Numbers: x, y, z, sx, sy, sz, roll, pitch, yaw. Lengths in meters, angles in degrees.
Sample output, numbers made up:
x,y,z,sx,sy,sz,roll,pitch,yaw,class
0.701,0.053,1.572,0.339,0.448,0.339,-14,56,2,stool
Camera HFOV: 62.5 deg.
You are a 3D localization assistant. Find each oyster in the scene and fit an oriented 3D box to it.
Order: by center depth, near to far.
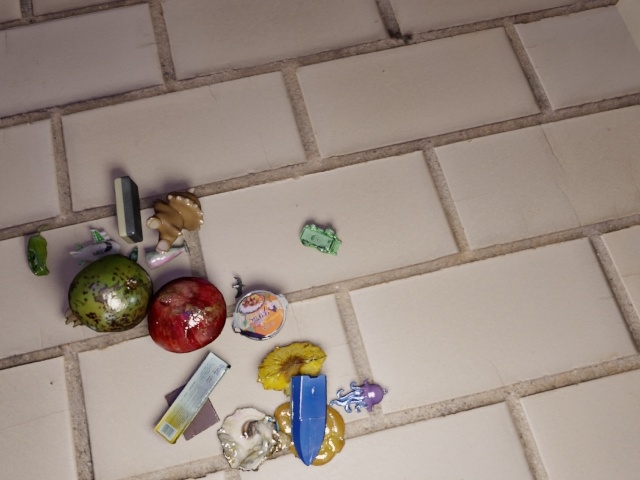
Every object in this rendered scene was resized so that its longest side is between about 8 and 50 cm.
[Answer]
x,y,z,sx,sy,sz,roll,pitch,yaw,class
-0.230,0.658,1.760,0.214,0.083,0.223,-37,55,-4,oyster

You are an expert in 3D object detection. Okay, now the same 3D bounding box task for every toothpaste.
x,y,z,sx,sy,sz,roll,pitch,yaw,class
-0.431,0.531,1.793,0.089,0.071,0.312,32,76,13,toothpaste

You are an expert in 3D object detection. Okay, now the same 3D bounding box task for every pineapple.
x,y,z,sx,sy,sz,roll,pitch,yaw,class
-0.101,0.451,1.838,0.250,0.164,0.140,-24,34,-11,pineapple

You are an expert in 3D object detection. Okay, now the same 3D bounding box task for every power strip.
x,y,z,sx,sy,sz,roll,pitch,yaw,class
-0.734,-0.120,2.014,0.070,0.105,0.256,-10,71,-3,power strip

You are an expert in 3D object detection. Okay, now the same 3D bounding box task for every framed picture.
x,y,z,sx,sy,sz,roll,pitch,yaw,class
-0.443,0.582,1.825,0.128,0.023,0.168,-30,74,-8,framed picture

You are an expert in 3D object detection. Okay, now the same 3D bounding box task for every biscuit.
x,y,z,sx,sy,sz,roll,pitch,yaw,class
-0.040,0.642,1.793,0.260,0.041,0.202,27,74,7,biscuit

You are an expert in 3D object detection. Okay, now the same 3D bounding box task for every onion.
x,y,z,sx,sy,sz,roll,pitch,yaw,class
-0.461,0.250,1.814,0.277,0.276,0.275,0,72,0,onion

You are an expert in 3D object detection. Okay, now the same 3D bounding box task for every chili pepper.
x,y,z,sx,sy,sz,roll,pitch,yaw,class
-1.068,0.035,1.988,0.072,0.073,0.203,-18,71,9,chili pepper

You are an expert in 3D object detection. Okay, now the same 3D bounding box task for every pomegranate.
x,y,z,sx,sy,sz,roll,pitch,yaw,class
-0.759,0.210,1.848,0.341,0.285,0.284,-29,71,26,pomegranate

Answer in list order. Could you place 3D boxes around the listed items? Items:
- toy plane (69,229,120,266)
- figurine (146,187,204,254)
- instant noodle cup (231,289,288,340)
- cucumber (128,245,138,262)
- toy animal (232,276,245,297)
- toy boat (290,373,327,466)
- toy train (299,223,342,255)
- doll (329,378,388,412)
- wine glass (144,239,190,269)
x,y,z,sx,sy,sz,roll,pitch,yaw,class
-0.839,0.041,1.976,0.174,0.080,0.173,1,71,-2,toy plane
-0.519,-0.088,1.952,0.173,0.247,0.177,-12,114,4,figurine
-0.207,0.275,1.870,0.208,0.125,0.177,-14,72,-4,instant noodle cup
-0.716,0.092,1.980,0.037,0.037,0.154,19,74,7,cucumber
-0.302,0.170,1.955,0.028,0.050,0.084,10,110,35,toy animal
-0.042,0.592,1.743,0.129,0.088,0.294,4,82,-25,toy boat
0.000,0.000,1.988,0.149,0.081,0.099,18,73,12,toy train
0.130,0.539,1.814,0.206,0.067,0.109,-10,84,1,doll
-0.571,0.052,1.973,0.155,0.073,0.073,-19,73,-5,wine glass
